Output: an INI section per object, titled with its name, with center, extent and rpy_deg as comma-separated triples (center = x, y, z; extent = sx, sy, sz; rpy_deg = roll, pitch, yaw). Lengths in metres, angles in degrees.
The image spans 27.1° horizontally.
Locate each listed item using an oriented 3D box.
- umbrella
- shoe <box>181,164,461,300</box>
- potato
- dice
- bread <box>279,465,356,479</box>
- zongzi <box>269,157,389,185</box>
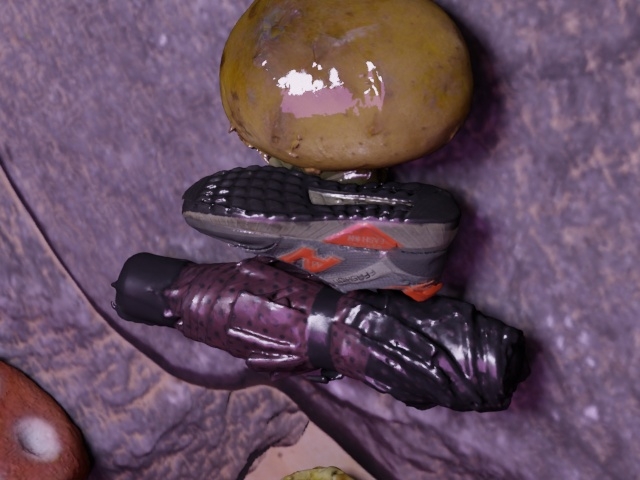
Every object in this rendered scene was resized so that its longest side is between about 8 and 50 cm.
[umbrella]
center = -0.009, 0.064, 0.978
extent = 0.326, 0.090, 0.094
rpy_deg = 10, 116, 25
[shoe]
center = -0.002, 0.000, 0.916
extent = 0.194, 0.074, 0.077
rpy_deg = 5, 119, 9
[potato]
center = 0.011, -0.110, 0.880
extent = 0.176, 0.137, 0.137
rpy_deg = -7, 105, 28
[dice]
center = -0.324, 0.211, 1.151
extent = 0.174, 0.179, 0.175
rpy_deg = 40, 127, 8
[bread]
center = -0.037, 0.335, 1.103
extent = 0.077, 0.084, 0.367
rpy_deg = -119, 38, -52
[zongzi]
center = 0.003, -0.057, 0.962
extent = 0.076, 0.040, 0.083
rpy_deg = -40, 70, 26
